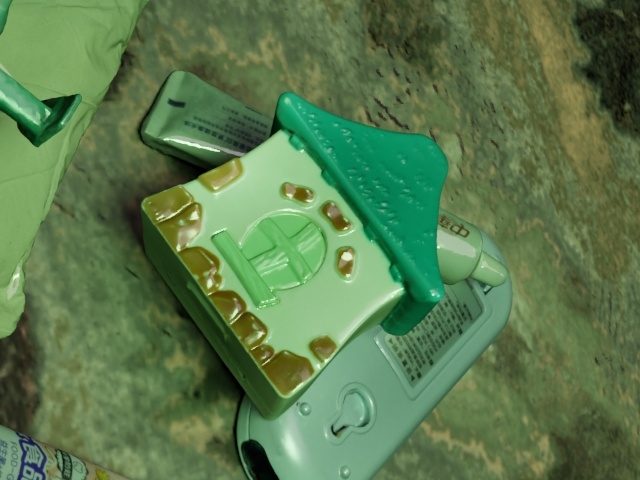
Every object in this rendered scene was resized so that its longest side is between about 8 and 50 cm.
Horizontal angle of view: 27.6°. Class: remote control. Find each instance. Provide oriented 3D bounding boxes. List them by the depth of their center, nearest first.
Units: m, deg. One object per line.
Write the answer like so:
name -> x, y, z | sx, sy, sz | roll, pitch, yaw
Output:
remote control -> 0.041, 0.068, 0.771 | 0.244, 0.047, 0.087 | -42, 108, -41

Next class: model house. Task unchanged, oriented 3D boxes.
model house -> 0.000, 0.000, 0.663 | 0.149, 0.100, 0.127 | -35, 82, -16

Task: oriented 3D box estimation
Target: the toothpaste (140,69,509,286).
toothpaste -> 0.008, -0.028, 0.751 | 0.233, 0.038, 0.060 | 27, 51, -13

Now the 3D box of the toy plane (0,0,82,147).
toy plane -> -0.187, 0.015, 0.465 | 0.106, 0.155, 0.382 | 41, 68, -27

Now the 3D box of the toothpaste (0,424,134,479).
toothpaste -> -0.138, 0.116, 0.595 | 0.194, 0.043, 0.067 | 35, 53, -36

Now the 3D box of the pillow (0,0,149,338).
pillow -> -0.206, -0.134, 0.591 | 0.274, 0.076, 0.281 | 35, 54, -28
